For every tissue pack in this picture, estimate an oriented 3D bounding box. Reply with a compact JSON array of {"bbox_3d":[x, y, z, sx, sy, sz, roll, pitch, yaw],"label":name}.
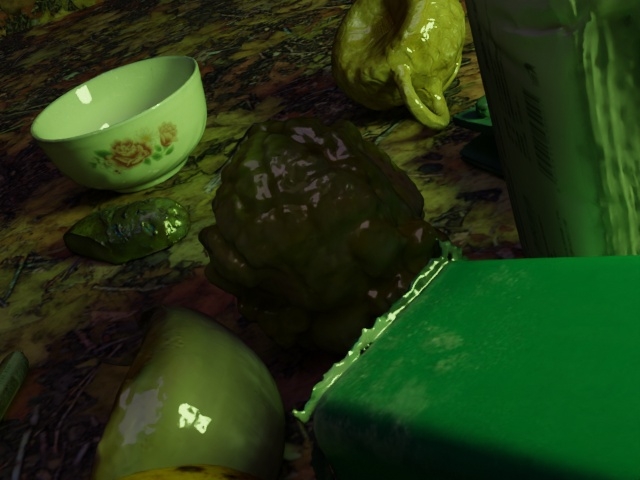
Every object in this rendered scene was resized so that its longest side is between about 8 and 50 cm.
[{"bbox_3d":[0.248,-0.097,0.692,0.193,0.357,0.266,-20,30,1],"label":"tissue pack"}]

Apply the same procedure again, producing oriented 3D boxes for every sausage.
[{"bbox_3d":[-0.359,0.202,0.905,0.032,0.033,0.269,-12,31,14],"label":"sausage"}]

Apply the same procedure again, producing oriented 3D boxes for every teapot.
[{"bbox_3d":[0.132,-0.263,1.261,0.203,0.167,0.311,-39,42,25],"label":"teapot"}]

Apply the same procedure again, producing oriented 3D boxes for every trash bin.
[{"bbox_3d":[0.190,0.123,0.458,0.381,0.295,0.259,4,37,46],"label":"trash bin"}]

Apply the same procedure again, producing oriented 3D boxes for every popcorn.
[{"bbox_3d":[0.000,0.000,0.853,0.212,0.259,0.259,-38,24,21],"label":"popcorn"}]

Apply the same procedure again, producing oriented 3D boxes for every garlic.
[{"bbox_3d":[-0.144,0.140,0.779,0.196,0.151,0.338,-34,29,8],"label":"garlic"}]

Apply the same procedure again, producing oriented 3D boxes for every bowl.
[{"bbox_3d":[-0.294,-0.169,1.366,0.276,0.145,0.277,-17,28,9],"label":"bowl"}]

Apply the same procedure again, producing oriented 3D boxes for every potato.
[{"bbox_3d":[-0.274,-0.021,1.204,0.197,0.054,0.119,0,38,32],"label":"potato"}]

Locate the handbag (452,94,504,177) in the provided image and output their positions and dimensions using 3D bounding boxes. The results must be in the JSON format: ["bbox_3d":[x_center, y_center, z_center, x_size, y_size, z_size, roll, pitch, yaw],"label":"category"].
[{"bbox_3d":[0.324,-0.159,1.007,0.268,0.100,0.274,-30,31,-13],"label":"handbag"}]

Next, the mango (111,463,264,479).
[{"bbox_3d":[-0.058,0.245,0.521,0.191,0.160,0.290,-40,46,-24],"label":"mango"}]
